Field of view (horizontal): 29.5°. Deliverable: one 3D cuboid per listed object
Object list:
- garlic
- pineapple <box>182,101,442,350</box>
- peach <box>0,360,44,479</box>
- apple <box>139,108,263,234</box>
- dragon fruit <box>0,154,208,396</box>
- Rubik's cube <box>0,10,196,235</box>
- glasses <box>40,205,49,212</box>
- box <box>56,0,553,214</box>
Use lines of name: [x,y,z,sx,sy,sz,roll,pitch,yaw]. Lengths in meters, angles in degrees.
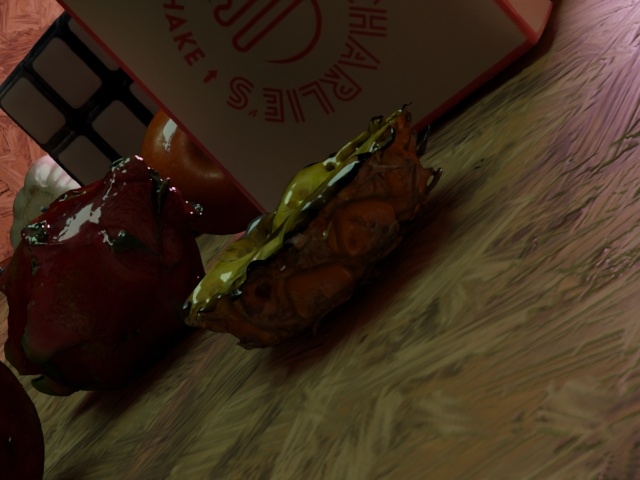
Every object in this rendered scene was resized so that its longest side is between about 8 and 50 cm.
garlic: [-0.356,-0.022,1.886,0.218,0.219,0.212,-36,-23,32]
pineapple: [0.000,0.000,0.804,0.225,0.076,0.225,-42,9,8]
peach: [-0.332,0.175,0.946,0.231,0.231,0.231,-41,12,11]
apple: [-0.101,-0.083,1.220,0.163,0.163,0.139,-45,1,-5]
dragon fruit: [-0.206,0.040,1.118,0.269,0.198,0.200,-35,34,67]
Rubik's cube: [-0.161,-0.215,1.507,0.303,0.301,0.305,-32,16,46]
glasses: [-0.289,-0.052,1.675,0.162,0.095,0.255,-35,-22,20]
box: [0.008,-0.255,1.079,0.314,0.312,0.300,-36,14,35]
